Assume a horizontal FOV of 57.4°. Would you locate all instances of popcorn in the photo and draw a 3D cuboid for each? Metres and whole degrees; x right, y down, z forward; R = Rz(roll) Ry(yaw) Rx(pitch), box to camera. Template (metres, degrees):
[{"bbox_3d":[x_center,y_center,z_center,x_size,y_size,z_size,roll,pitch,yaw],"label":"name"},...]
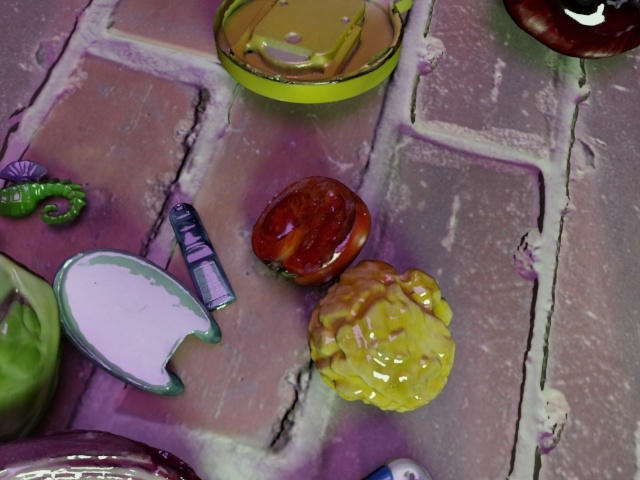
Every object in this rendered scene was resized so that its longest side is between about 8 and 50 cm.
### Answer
[{"bbox_3d":[0.072,0.110,0.664,0.180,0.170,0.180,2,105,7],"label":"popcorn"}]

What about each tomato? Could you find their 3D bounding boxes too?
[{"bbox_3d":[0.000,0.000,0.726,0.159,0.091,0.139,18,72,47],"label":"tomato"}]

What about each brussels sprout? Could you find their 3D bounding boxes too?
[{"bbox_3d":[-0.377,0.120,0.593,0.244,0.244,0.244,1,67,-3],"label":"brussels sprout"}]

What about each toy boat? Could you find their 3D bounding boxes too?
[{"bbox_3d":[-0.225,0.092,0.704,0.207,0.079,0.134,34,78,0],"label":"toy boat"}]

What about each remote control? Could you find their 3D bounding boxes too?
[{"bbox_3d":[-0.157,0.018,0.755,0.043,0.027,0.153,-22,72,-16],"label":"remote control"}]

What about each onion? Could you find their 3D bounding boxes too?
[{"bbox_3d":[0.401,-0.396,0.832,0.273,0.285,0.273,0,103,0],"label":"onion"},{"bbox_3d":[-0.226,0.280,0.580,0.283,0.120,0.227,4,108,-24],"label":"onion"}]

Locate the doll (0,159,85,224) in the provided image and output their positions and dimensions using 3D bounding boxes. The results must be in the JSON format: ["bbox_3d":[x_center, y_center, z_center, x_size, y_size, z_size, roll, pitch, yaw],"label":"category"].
[{"bbox_3d":[-0.404,-0.049,0.758,0.190,0.050,0.115,-10,64,-9],"label":"doll"}]

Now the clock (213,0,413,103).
[{"bbox_3d":[-0.015,-0.303,0.874,0.277,0.071,0.293,26,57,17],"label":"clock"}]

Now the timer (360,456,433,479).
[{"bbox_3d":[0.093,0.371,0.592,0.178,0.078,0.253,-30,72,-14],"label":"timer"}]
